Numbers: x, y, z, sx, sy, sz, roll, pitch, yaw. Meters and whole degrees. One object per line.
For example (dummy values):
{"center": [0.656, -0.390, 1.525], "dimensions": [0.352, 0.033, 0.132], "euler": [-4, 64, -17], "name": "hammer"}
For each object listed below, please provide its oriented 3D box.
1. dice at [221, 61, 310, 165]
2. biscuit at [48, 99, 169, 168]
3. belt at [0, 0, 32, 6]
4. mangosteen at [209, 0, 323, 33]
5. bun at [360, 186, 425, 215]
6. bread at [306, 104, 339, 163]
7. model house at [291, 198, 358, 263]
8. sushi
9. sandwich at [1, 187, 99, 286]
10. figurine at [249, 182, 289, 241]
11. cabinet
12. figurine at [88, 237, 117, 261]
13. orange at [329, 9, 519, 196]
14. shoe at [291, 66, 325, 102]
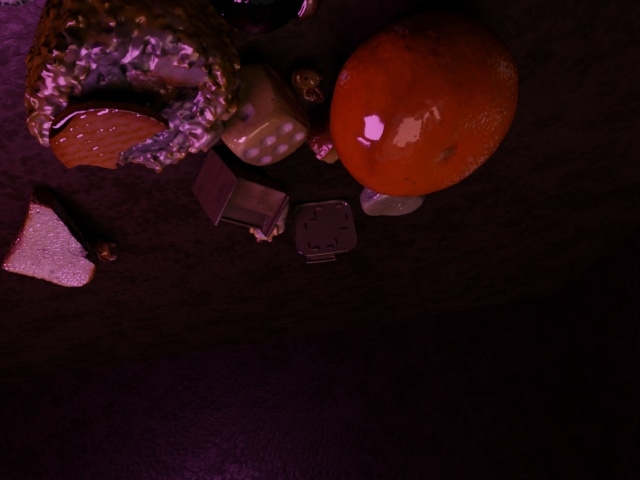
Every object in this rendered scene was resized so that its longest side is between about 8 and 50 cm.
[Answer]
{"center": [-0.138, -0.290, 1.047], "dimensions": [0.169, 0.169, 0.166], "euler": [-31, 162, 19], "name": "dice"}
{"center": [-0.388, -0.194, 0.833], "dimensions": [0.229, 0.031, 0.176], "euler": [-6, 156, -4], "name": "biscuit"}
{"center": [-0.510, -0.451, 0.619], "dimensions": [0.258, 0.206, 0.150], "euler": [13, 147, -25], "name": "belt"}
{"center": [-0.076, -0.461, 0.766], "dimensions": [0.250, 0.211, 0.211], "euler": [-6, 153, -29], "name": "mangosteen"}
{"center": [0.238, -0.160, 1.525], "dimensions": [0.222, 0.108, 0.221], "euler": [-7, 160, -3], "name": "bun"}
{"center": [0.011, -0.286, 1.184], "dimensions": [0.086, 0.156, 0.125], "euler": [14, 116, -45], "name": "bread"}
{"center": [0.000, 0.000, 1.663], "dimensions": [0.219, 0.204, 0.278], "euler": [-6, 159, -8], "name": "model house"}
{"center": [-0.347, -0.326, 0.876], "dimensions": [0.352, 0.239, 0.397], "euler": [15, 145, -41], "name": "sushi"}
{"center": [-0.786, 0.003, 1.371], "dimensions": [0.254, 0.099, 0.288], "euler": [21, 117, -31], "name": "sandwich"}
{"center": [-0.168, -0.069, 1.503], "dimensions": [0.127, 0.155, 0.235], "euler": [2, 152, -3], "name": "figurine"}
{"center": [-0.223, -0.136, 1.255], "dimensions": [0.175, 0.215, 0.148], "euler": [16, 112, -40], "name": "cabinet"}
{"center": [-0.808, 0.033, 1.529], "dimensions": [0.195, 0.111, 0.102], "euler": [-10, 169, -9], "name": "figurine"}
{"center": [0.221, -0.304, 1.024], "dimensions": [0.425, 0.326, 0.423], "euler": [-15, 143, -12], "name": "orange"}
{"center": [-0.024, -0.374, 1.079], "dimensions": [0.069, 0.072, 0.109], "euler": [25, 150, 15], "name": "shoe"}
